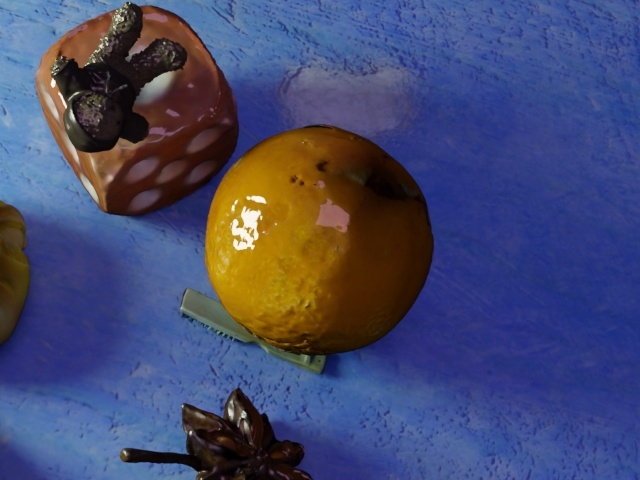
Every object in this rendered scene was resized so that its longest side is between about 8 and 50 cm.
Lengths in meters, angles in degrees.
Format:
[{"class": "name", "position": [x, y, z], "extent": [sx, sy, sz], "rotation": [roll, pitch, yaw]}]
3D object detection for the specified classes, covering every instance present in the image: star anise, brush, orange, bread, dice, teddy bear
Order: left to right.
[{"class": "bread", "position": [-0.406, 0.030, 1.178], "extent": [0.214, 0.104, 0.213], "rotation": [3, 67, -7]}, {"class": "teddy bear", "position": [-0.214, -0.155, 1.127], "extent": [0.119, 0.078, 0.160], "rotation": [43, 55, -28]}, {"class": "dice", "position": [-0.205, -0.143, 1.257], "extent": [0.175, 0.179, 0.174], "rotation": [-30, 75, -17]}, {"class": "star anise", "position": [-0.096, 0.213, 1.129], "extent": [0.234, 0.073, 0.177], "rotation": [38, 21, -22]}, {"class": "brush", "position": [-0.077, 0.106, 1.249], "extent": [0.179, 0.030, 0.033], "rotation": [26, 47, -10]}, {"class": "orange", "position": [0.000, 0.000, 1.190], "extent": [0.246, 0.246, 0.246], "rotation": [4, 65, -9]}]
